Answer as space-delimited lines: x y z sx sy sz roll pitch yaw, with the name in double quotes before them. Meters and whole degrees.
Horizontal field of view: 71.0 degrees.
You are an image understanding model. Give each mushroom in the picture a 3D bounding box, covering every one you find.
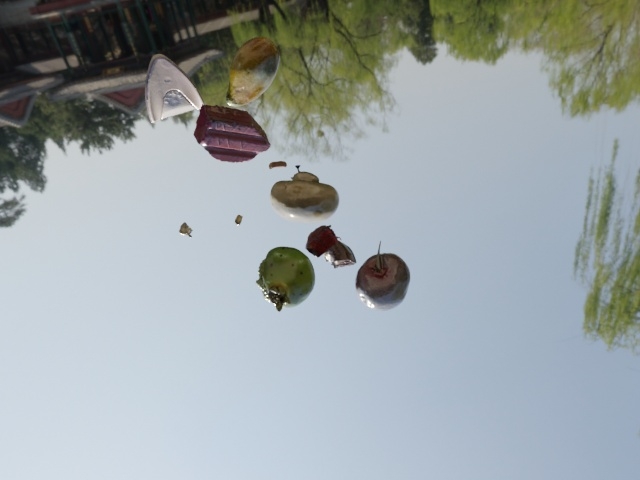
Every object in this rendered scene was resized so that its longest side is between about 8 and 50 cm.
"mushroom" -0.080 -0.239 2.299 0.362 0.295 0.362 5 173 1

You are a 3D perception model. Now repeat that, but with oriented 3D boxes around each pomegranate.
"pomegranate" -0.146 0.168 1.850 0.260 0.260 0.341 -9 -154 5

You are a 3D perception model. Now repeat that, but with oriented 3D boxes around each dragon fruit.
"dragon fruit" 0.000 0.000 1.933 0.147 0.102 0.096 -41 -164 -4

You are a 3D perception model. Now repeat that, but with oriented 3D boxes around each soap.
"soap" -0.317 -0.387 1.662 0.289 0.182 0.112 0 -127 -38

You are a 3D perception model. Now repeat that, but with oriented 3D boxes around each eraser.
"eraser" -0.533 -0.543 1.576 0.204 0.243 0.059 -19 -126 -12

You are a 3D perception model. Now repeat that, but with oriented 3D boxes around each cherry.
"cherry" 0.227 0.152 1.639 0.213 0.266 0.183 -41 -144 -12

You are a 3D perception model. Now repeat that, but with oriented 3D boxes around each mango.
"mango" -0.285 -0.683 1.848 0.192 0.316 0.146 2 -137 -48

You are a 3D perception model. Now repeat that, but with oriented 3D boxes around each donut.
"donut" 0.075 0.047 2.208 0.144 0.126 0.187 -25 -112 10

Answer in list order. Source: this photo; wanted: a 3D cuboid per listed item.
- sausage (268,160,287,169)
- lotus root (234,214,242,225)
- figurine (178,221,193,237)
"sausage" -0.238 -0.418 2.481 0.036 0.042 0.158 -44 170 30
"lotus root" -0.466 -0.112 2.545 0.037 0.030 0.083 20 -147 -12
"figurine" -0.551 -0.040 1.846 0.047 0.050 0.083 -39 -153 5
